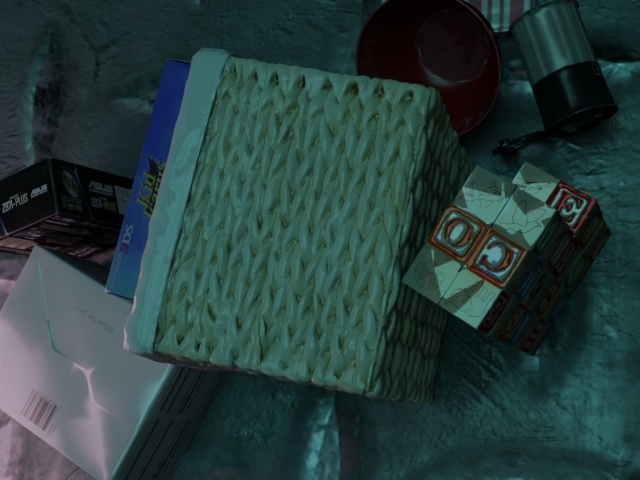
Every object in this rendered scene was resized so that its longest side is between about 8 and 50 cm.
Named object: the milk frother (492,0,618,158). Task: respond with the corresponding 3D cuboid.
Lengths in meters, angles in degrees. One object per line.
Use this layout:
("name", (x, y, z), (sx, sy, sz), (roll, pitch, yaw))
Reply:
("milk frother", (0.249, -0.179, 1.074), (0.143, 0.129, 0.134), (-18, 76, 10))

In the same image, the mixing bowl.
("mixing bowl", (0.144, -0.220, 1.123), (0.182, 0.098, 0.181), (14, 122, 24))

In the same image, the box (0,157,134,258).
("box", (-0.342, -0.035, 1.236), (0.147, 0.180, 0.077), (-20, 74, 26))

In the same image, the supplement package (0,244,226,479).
("supplement package", (-0.281, 0.161, 1.200), (0.262, 0.145, 0.204), (28, 89, 24))

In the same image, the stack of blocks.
("stack of blocks", (0.204, 0.014, 0.958), (0.087, 0.297, 0.171), (33, 93, 24))

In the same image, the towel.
("towel", (0.175, -0.322, 1.190), (0.197, 0.029, 0.144), (0, 79, 19))

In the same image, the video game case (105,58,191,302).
("video game case", (-0.140, -0.056, 1.121), (0.061, 0.244, 0.269), (15, 91, 19))

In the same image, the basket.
("basket", (0.000, 0.000, 1.031), (0.267, 0.328, 0.331), (9, 82, 19))
